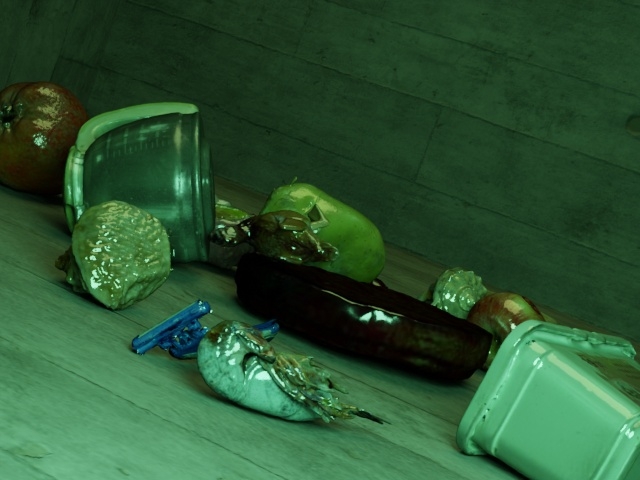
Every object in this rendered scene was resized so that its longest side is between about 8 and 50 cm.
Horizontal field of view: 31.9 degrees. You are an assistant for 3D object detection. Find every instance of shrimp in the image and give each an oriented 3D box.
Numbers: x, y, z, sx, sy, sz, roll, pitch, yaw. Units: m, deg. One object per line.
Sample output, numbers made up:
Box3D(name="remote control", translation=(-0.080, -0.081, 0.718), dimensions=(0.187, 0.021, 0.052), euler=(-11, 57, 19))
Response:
Box3D(name="shrimp", translation=(-0.024, 0.151, 1.157), dimensions=(0.233, 0.079, 0.090), euler=(26, -12, -22))

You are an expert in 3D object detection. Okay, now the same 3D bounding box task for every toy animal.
Box3D(name="toy animal", translation=(-0.060, 0.000, 1.656), dimensions=(0.179, 0.089, 0.188), euler=(-5, 16, -35))

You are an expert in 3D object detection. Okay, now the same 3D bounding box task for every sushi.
Box3D(name="sushi", translation=(-0.207, -0.014, 1.953), dimensions=(0.161, 0.107, 0.241), euler=(25, 15, 39))

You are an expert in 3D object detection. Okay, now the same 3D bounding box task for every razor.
Box3D(name="razor", translation=(-0.108, 0.118, 1.334), dimensions=(0.056, 0.093, 0.324), euler=(63, 13, 12))

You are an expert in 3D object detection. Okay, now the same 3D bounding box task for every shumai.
Box3D(name="shumai", translation=(-0.266, 0.025, 1.407), dimensions=(0.145, 0.146, 0.116), euler=(17, -31, -31))

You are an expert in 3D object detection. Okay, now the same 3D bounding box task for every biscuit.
Box3D(name="biscuit", translation=(0.060, 0.118, 1.715), dimensions=(0.407, 0.091, 0.407), euler=(17, 4, -1))

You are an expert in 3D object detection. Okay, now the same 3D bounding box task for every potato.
Box3D(name="potato", translation=(0.000, 0.000, 1.946), dimensions=(0.248, 0.169, 0.143), euler=(26, 37, -24))

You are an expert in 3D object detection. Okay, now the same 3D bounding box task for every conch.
Box3D(name="conch", translation=(0.209, 0.117, 2.013), dimensions=(0.155, 0.130, 0.207), euler=(-11, 3, -27))

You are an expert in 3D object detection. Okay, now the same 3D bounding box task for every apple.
Box3D(name="apple", translation=(0.317, 0.160, 1.912), dimensions=(0.146, 0.146, 0.131), euler=(23, 19, 31))

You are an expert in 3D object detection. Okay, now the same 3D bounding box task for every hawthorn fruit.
Box3D(name="hawthorn fruit", translation=(-0.499, -0.169, 2.068), dimensions=(0.210, 0.210, 0.262), euler=(25, -12, 40))

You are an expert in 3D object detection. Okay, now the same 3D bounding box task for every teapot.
Box3D(name="teapot", translation=(-0.290, -0.119, 1.787), dimensions=(0.239, 0.322, 0.239), euler=(-2, -22, -3))

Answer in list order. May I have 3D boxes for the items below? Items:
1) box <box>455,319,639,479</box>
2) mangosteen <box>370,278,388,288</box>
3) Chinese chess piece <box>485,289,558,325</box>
Box3D(name="box", translation=(0.329, 0.221, 1.315), dimensions=(0.182, 0.175, 0.312), euler=(36, 14, 37))
Box3D(name="mangosteen", translation=(0.090, 0.106, 2.023), dimensions=(0.081, 0.081, 0.081), euler=(20, 5, -2))
Box3D(name="Chinese chess piece", translation=(0.329, 0.161, 2.174), dimensions=(0.273, 0.102, 0.273), euler=(20, 5, -2))
